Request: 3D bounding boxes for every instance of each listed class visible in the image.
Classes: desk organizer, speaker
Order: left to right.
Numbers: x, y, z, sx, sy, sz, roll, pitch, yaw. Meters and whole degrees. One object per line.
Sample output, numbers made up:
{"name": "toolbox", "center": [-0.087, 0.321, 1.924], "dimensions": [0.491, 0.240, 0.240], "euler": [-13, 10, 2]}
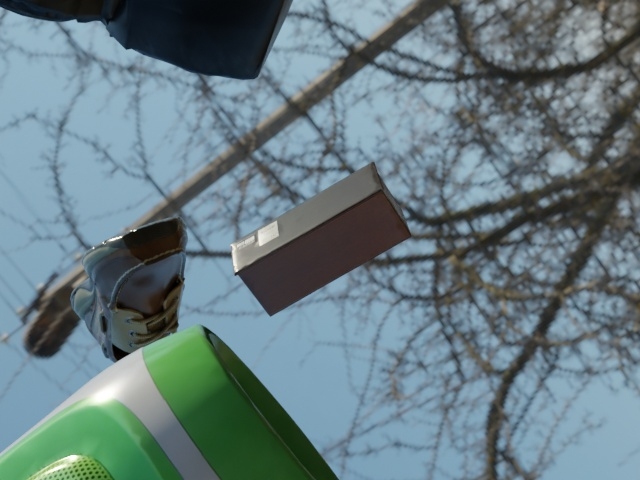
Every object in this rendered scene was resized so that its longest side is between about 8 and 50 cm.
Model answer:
{"name": "speaker", "center": [-0.126, 0.166, 0.428], "dimensions": [0.131, 0.296, 0.131], "euler": [51, 177, 3]}
{"name": "desk organizer", "center": [0.000, 0.000, 0.875], "dimensions": [0.050, 0.130, 0.047], "euler": [55, -169, -29]}

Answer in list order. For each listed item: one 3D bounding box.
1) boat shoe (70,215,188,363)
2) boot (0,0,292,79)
{"name": "boat shoe", "center": [-0.207, 0.067, 1.331], "dimensions": [0.123, 0.324, 0.119], "euler": [-22, -100, -22]}
{"name": "boot", "center": [-0.143, -0.288, 0.708], "dimensions": [0.146, 0.367, 0.445], "euler": [91, -169, -45]}
